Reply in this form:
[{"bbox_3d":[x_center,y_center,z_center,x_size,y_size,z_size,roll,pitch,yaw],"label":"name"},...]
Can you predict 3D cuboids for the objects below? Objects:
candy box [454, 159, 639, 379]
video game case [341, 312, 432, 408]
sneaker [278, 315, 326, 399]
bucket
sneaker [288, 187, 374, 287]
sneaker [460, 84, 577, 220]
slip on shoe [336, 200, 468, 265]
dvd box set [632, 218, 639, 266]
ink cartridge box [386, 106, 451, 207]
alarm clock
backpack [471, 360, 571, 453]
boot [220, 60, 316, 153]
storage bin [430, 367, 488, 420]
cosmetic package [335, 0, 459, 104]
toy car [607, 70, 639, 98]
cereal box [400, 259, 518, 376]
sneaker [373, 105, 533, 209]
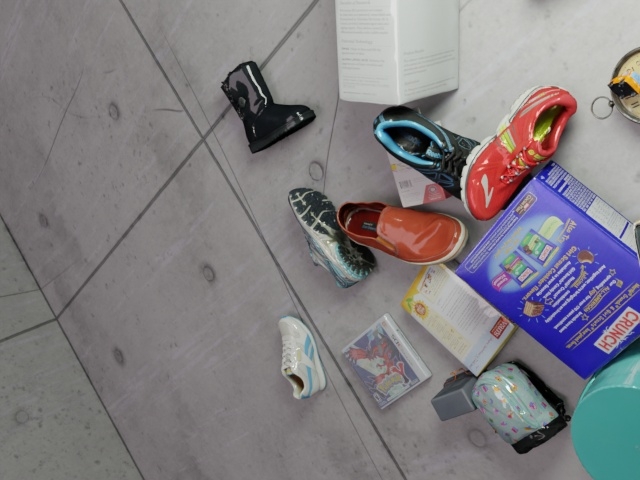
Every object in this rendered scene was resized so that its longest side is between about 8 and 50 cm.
[{"bbox_3d":[0.454,0.057,1.386,0.317,0.122,0.268,42,130,10],"label":"candy box"},{"bbox_3d":[0.158,0.301,1.868,0.183,0.023,0.201,55,135,12],"label":"video game case"},{"bbox_3d":[-0.063,0.313,2.033,0.087,0.092,0.229,-22,90,47],"label":"sneaker"},{"bbox_3d":[0.597,0.331,1.352,0.281,0.183,0.281,19,119,37],"label":"bucket"},{"bbox_3d":[0.000,0.000,1.835,0.283,0.110,0.122,53,138,13],"label":"sneaker"},{"bbox_3d":[0.352,-0.155,1.344,0.279,0.107,0.118,-59,25,6],"label":"sneaker"},{"bbox_3d":[0.168,-0.024,1.646,0.331,0.101,0.123,15,81,41],"label":"slip on shoe"},{"bbox_3d":[0.582,0.060,1.086,0.062,0.420,0.308,-8,100,45],"label":"dvd box set"},{"bbox_3d":[0.207,-0.179,1.592,0.115,0.067,0.198,-9,102,44],"label":"ink cartridge box"},{"bbox_3d":[0.537,-0.252,1.254,0.192,0.064,0.129,-23,91,44],"label":"alarm clock"},{"bbox_3d":[0.409,0.346,1.587,0.182,0.115,0.152,54,137,16],"label":"backpack"},{"bbox_3d":[-0.137,-0.340,1.829,0.246,0.094,0.207,-19,97,52],"label":"boot"},{"bbox_3d":[0.314,0.345,1.692,0.135,0.091,0.098,-34,82,45],"label":"storage bin"},{"bbox_3d":[0.147,-0.465,1.429,0.156,0.217,0.385,12,113,40],"label":"cosmetic package"},{"bbox_3d":[0.527,-0.232,1.217,0.122,0.060,0.040,37,87,6],"label":"toy car"},{"bbox_3d":[0.303,0.157,1.655,0.240,0.047,0.173,43,131,21],"label":"cereal box"},{"bbox_3d":[0.250,-0.147,1.458,0.341,0.139,0.125,25,107,6],"label":"sneaker"}]
